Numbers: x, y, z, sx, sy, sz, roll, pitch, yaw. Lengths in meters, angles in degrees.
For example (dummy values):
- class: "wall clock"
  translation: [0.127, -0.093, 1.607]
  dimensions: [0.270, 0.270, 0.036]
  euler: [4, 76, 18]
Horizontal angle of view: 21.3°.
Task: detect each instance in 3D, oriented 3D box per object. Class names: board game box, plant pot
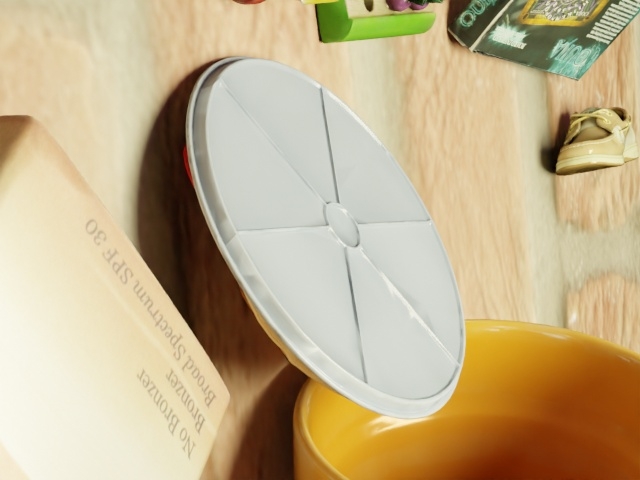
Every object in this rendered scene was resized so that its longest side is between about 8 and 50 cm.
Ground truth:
- class: "board game box"
  translation: [0.170, -0.168, 1.123]
  dimensions: [0.026, 0.126, 0.186]
  euler: [49, 21, 21]
- class: "plant pot"
  translation: [0.088, 0.169, 0.872]
  dimensions: [0.205, 0.205, 0.187]
  euler: [-40, 137, -55]

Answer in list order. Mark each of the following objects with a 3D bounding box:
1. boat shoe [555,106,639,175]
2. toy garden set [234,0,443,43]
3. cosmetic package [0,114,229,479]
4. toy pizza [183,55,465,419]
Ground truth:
- class: "boat shoe"
  translation: [0.196, -0.074, 1.224]
  dimensions: [0.135, 0.050, 0.045]
  euler: [-20, 101, -70]
- class: "toy garden set"
  translation: [0.010, -0.230, 0.907]
  dimensions: [0.204, 0.049, 0.244]
  euler: [-17, 101, -60]
- class: "cosmetic package"
  translation: [-0.154, 0.118, 0.497]
  dimensions: [0.153, 0.129, 0.296]
  euler: [59, 39, -40]
- class: "toy pizza"
  translation: [0.000, 0.000, 0.835]
  dimensions: [0.201, 0.032, 0.201]
  euler: [39, 33, -31]
